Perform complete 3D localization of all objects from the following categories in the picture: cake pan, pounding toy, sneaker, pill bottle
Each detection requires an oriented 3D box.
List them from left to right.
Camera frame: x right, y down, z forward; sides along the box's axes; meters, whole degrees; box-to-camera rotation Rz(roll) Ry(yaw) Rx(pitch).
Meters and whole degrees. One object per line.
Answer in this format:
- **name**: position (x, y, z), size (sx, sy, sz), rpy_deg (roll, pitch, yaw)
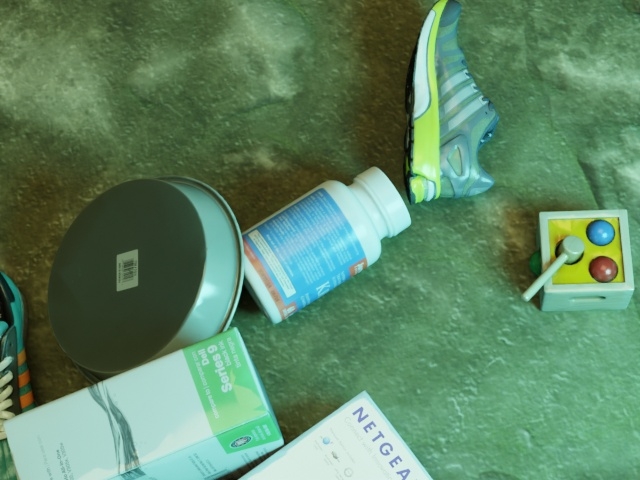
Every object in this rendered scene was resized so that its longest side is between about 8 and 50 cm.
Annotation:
- **sneaker**: position (-0.417, 0.172, 1.584), size (0.108, 0.121, 0.302), rpy_deg (-13, 67, 0)
- **cake pan**: position (-0.231, 0.048, 1.591), size (0.293, 0.054, 0.293), rpy_deg (-11, 67, 28)
- **pill bottle**: position (0.000, 0.000, 1.616), size (0.221, 0.124, 0.124), rpy_deg (-32, 68, -7)
- **sneaker**: position (0.178, -0.185, 1.700), size (0.121, 0.111, 0.300), rpy_deg (5, 73, -3)
- **pounding toy**: position (0.317, 0.030, 1.585), size (0.141, 0.100, 0.130), rpy_deg (-2, 67, 5)

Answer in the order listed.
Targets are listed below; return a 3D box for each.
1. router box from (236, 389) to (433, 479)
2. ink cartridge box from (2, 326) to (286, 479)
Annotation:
- **router box**: position (0.029, 0.396, 1.468), size (0.301, 0.082, 0.335), rpy_deg (-35, 69, -9)
- **ink cartridge box**: position (-0.199, 0.235, 1.487), size (0.289, 0.211, 0.121), rpy_deg (-21, 68, -4)
